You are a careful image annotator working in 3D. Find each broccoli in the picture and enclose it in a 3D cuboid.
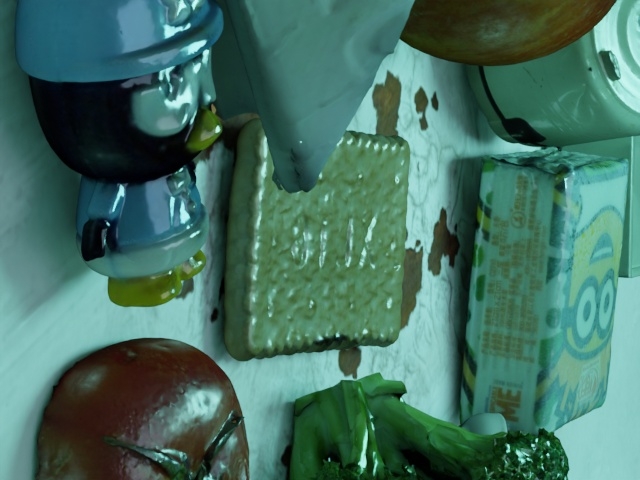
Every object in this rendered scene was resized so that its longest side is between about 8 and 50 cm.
[{"bbox_3d":[0.086,0.251,1.771,0.308,0.307,0.275,-10,76,-63],"label":"broccoli"}]

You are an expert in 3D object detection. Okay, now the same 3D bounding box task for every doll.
[{"bbox_3d":[-0.138,-0.109,1.394,0.177,0.141,0.314,-49,138,-55],"label":"doll"}]

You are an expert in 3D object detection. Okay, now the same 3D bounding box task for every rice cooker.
[{"bbox_3d":[0.285,-0.217,2.127,0.226,0.244,0.226,3,84,-35],"label":"rice cooker"}]

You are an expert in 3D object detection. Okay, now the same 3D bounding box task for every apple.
[{"bbox_3d":[0.157,-0.309,1.865,0.301,0.301,0.302,-8,99,-63],"label":"apple"}]

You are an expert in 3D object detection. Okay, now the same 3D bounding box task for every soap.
[{"bbox_3d":[0.019,-0.227,1.518,0.257,0.159,0.302,-34,145,-15],"label":"soap"}]

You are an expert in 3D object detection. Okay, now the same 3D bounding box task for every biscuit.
[{"bbox_3d":[0.000,0.000,1.780,0.325,0.044,0.217,-2,94,-63],"label":"biscuit"}]

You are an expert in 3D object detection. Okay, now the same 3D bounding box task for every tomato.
[{"bbox_3d":[-0.122,0.184,1.494,0.228,0.101,0.228,-21,114,-61],"label":"tomato"}]

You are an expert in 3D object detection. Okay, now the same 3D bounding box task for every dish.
[{"bbox_3d":[0.140,0.244,2.061,0.141,0.078,0.141,-164,-90,-82],"label":"dish"}]

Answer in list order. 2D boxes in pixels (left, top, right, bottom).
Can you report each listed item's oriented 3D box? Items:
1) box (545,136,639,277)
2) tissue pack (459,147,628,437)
[{"bbox_3d":[0.373,-0.072,2.443,0.225,0.117,0.225,-7,99,-64],"label":"box"},{"bbox_3d":[0.258,0.055,2.190,0.228,0.128,0.311,-11,108,-62],"label":"tissue pack"}]
